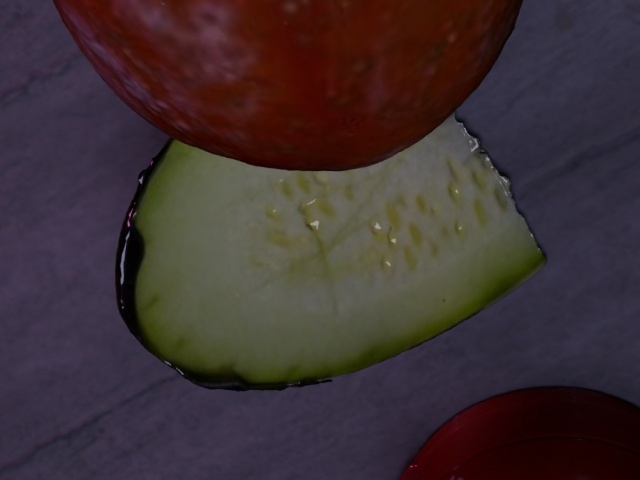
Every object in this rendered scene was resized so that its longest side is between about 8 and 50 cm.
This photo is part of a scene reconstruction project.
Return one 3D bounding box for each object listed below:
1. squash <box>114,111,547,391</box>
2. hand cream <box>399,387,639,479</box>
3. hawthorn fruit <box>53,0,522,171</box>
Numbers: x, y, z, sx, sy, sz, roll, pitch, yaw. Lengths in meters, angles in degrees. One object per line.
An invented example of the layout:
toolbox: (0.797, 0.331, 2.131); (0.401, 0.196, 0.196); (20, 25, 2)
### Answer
squash: (0.000, 0.000, 1.088); (0.204, 0.155, 0.237); (-29, 111, 19)
hand cream: (0.159, 0.227, 1.201); (0.230, 0.149, 0.230); (0, 120, 1)
hawthorn fruit: (-0.020, -0.176, 0.929); (0.284, 0.284, 0.284); (2, 118, 3)
